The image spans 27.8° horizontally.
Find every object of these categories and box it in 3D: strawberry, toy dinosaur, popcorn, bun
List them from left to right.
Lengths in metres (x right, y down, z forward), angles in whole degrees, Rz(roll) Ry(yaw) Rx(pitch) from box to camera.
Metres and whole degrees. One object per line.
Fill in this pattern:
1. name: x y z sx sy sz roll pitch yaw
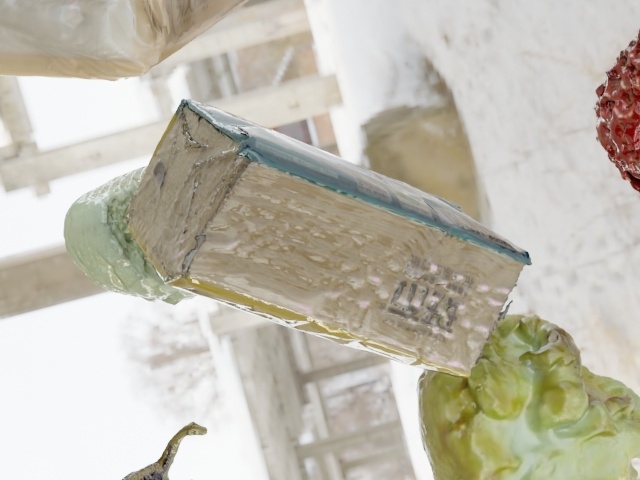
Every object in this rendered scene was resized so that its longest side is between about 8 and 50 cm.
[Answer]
1. toy dinosaur: -0.148 0.207 1.039 0.058 0.180 0.037 40 -169 -34
2. bun: -0.137 -0.013 1.243 0.126 0.212 0.204 68 -156 -14
3. popcorn: 0.188 0.169 1.160 0.221 0.183 0.204 38 -172 -12
4. strawberry: 0.327 -0.099 1.124 0.236 0.190 0.111 65 -147 -57

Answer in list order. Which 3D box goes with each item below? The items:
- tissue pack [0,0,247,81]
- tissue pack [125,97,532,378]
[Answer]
1. tissue pack: -0.132 -0.235 0.701 0.305 0.238 0.238 -55 -46 -60
2. tissue pack: 0.000 0.000 1.033 0.134 0.271 0.192 -66 25 6
